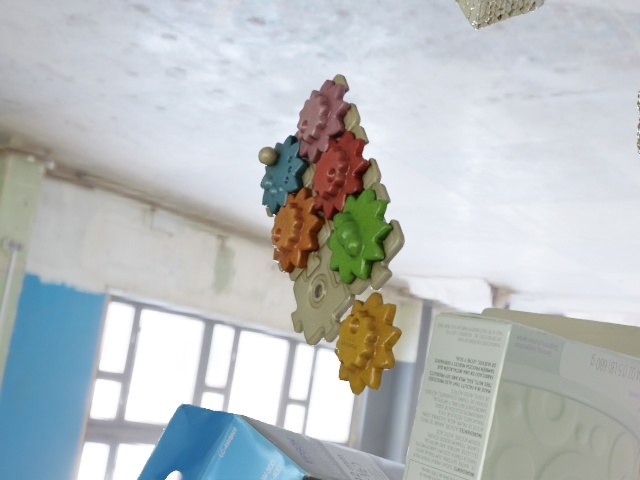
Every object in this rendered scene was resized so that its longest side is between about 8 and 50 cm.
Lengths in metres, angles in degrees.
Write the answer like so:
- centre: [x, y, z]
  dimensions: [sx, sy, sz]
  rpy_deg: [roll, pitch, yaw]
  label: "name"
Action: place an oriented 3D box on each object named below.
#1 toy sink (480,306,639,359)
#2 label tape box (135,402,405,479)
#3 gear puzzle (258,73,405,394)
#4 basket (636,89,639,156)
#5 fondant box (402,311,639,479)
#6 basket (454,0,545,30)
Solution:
- centre: [0.328, 0.197, 1.205]
  dimensions: [0.234, 0.131, 0.153]
  rpy_deg: [7, -155, 11]
  label: "toy sink"
- centre: [-0.048, 0.342, 0.953]
  dimensions: [0.347, 0.249, 0.115]
  rpy_deg: [25, -172, -34]
  label: "label tape box"
- centre: [0.000, 0.000, 0.824]
  dimensions: [0.044, 0.339, 0.175]
  rpy_deg: [14, 131, -31]
  label: "gear puzzle"
- centre: [0.641, -0.260, 1.444]
  dimensions: [0.213, 0.223, 0.299]
  rpy_deg: [10, 160, 10]
  label: "basket"
- centre: [0.177, 0.246, 0.722]
  dimensions: [0.238, 0.330, 0.096]
  rpy_deg: [17, 173, -31]
  label: "fondant box"
- centre: [0.215, -0.355, 1.072]
  dimensions: [0.103, 0.113, 0.167]
  rpy_deg: [-24, 158, -5]
  label: "basket"
